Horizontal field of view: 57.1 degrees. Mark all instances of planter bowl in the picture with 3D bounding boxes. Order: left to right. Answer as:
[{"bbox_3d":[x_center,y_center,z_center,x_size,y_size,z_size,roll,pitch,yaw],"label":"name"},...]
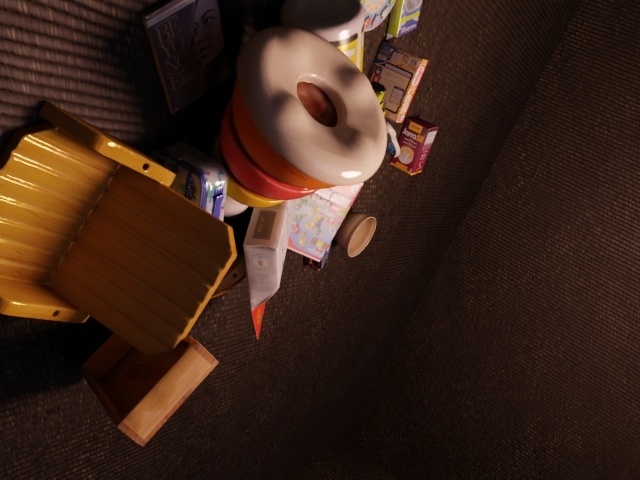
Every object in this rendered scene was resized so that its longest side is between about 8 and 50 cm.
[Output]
[{"bbox_3d":[0.107,-0.037,2.104,0.162,0.109,0.162,-42,150,-30],"label":"planter bowl"}]

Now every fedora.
[{"bbox_3d":[-0.263,0.071,1.550,0.194,0.194,0.079,-44,115,-27],"label":"fedora"}]

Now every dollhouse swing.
[{"bbox_3d":[-0.383,0.015,1.042,0.346,0.305,0.315,-57,155,1],"label":"dollhouse swing"}]

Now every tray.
[{"bbox_3d":[-0.383,0.270,1.262,0.203,0.411,0.076,-48,115,-19],"label":"tray"}]

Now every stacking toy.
[{"bbox_3d":[-0.127,-0.188,1.275,0.480,0.350,0.351,-32,177,43],"label":"stacking toy"}]

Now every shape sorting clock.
[{"bbox_3d":[0.152,-0.650,1.547,0.206,0.040,0.206,-42,151,-30],"label":"shape sorting clock"}]

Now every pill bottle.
[{"bbox_3d":[0.005,-0.400,1.398,0.188,0.188,0.333,-42,151,-29],"label":"pill bottle"}]

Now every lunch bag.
[{"bbox_3d":[-0.283,-0.088,1.253,0.090,0.176,0.219,-31,145,-45],"label":"lunch bag"}]

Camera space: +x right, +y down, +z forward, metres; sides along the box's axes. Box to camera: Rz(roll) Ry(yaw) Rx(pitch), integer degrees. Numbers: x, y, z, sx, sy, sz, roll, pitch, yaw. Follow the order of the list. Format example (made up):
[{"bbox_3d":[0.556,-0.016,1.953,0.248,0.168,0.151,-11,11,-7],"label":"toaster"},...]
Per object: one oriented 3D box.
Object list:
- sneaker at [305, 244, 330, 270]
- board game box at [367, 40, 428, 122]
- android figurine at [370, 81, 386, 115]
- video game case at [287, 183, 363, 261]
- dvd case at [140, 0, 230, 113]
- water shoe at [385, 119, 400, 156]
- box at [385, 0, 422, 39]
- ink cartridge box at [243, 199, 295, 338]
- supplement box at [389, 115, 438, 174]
[{"bbox_3d":[0.000,0.000,2.010,0.087,0.083,0.221,-52,164,-43],"label":"sneaker"},{"bbox_3d":[0.212,-0.468,1.744,0.045,0.147,0.193,-15,133,-55],"label":"board game box"},{"bbox_3d":[0.076,-0.249,1.440,0.248,0.056,0.272,-46,165,-47],"label":"android figurine"},{"bbox_3d":[-0.015,-0.093,1.794,0.204,0.025,0.285,25,99,-33],"label":"video game case"},{"bbox_3d":[-0.255,-0.377,1.153,0.164,0.018,0.221,-43,152,-27],"label":"dvd case"},{"bbox_3d":[0.219,-0.341,2.025,0.080,0.073,0.203,-29,154,2],"label":"water shoe"},{"bbox_3d":[0.246,-0.670,1.694,0.109,0.042,0.178,-36,147,-37],"label":"box"},{"bbox_3d":[-0.120,0.035,1.564,0.385,0.091,0.308,90,7,-47],"label":"ink cartridge box"},{"bbox_3d":[0.344,-0.350,2.174,0.081,0.104,0.188,-24,139,-50],"label":"supplement box"}]
